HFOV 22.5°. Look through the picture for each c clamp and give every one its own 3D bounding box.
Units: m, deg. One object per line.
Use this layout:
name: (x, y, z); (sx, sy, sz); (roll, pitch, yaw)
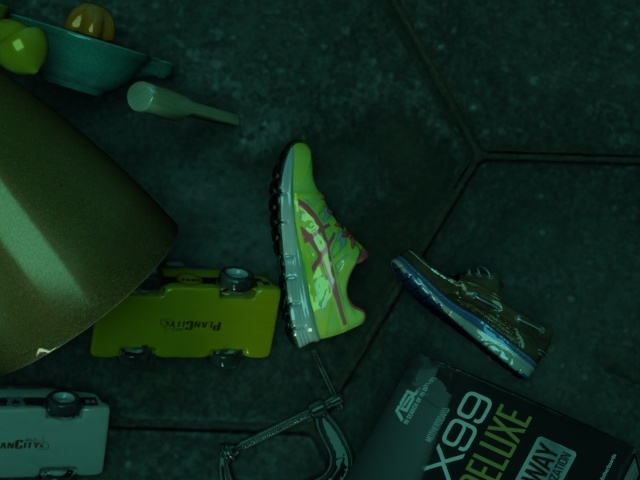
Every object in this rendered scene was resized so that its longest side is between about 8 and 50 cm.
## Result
c clamp: (-0.038, 0.209, 1.635); (0.160, 0.022, 0.137); (-31, 91, -3)

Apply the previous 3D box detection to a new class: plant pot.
plant pot: (-0.303, -0.042, 1.500); (0.237, 0.237, 0.254); (-37, 107, -2)

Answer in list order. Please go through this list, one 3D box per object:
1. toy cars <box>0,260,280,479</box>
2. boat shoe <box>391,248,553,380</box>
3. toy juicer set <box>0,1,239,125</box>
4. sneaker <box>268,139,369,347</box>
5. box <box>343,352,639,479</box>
toy cars: (-0.226, 0.125, 1.607); (0.393, 0.087, 0.176); (-35, 121, 0)
boat shoe: (0.154, 0.061, 1.626); (0.183, 0.066, 0.066); (39, 82, -6)
toy juicer set: (-0.239, -0.192, 1.575); (0.329, 0.209, 0.089); (18, 94, 3)
sneaker: (0.000, 0.000, 1.627); (0.094, 0.081, 0.208); (-7, 92, -7)
box: (0.129, 0.289, 1.522); (0.242, 0.076, 0.307); (23, 72, 27)
